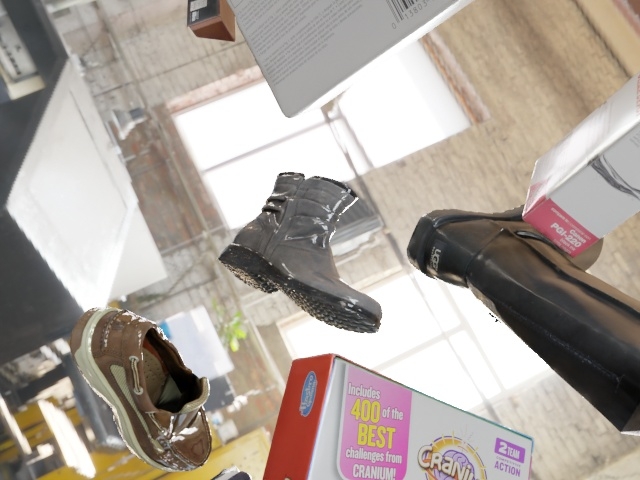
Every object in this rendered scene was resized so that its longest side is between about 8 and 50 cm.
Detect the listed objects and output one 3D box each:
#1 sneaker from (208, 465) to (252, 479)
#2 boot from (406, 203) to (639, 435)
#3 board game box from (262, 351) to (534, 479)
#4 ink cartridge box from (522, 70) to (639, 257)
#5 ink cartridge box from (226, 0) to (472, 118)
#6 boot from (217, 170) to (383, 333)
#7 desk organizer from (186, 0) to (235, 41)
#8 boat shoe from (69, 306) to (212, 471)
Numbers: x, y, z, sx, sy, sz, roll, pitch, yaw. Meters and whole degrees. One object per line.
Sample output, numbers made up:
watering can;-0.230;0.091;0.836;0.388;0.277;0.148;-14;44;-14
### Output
sneaker;-0.131;0.253;0.655;0.235;0.094;0.153;37;29;-17
boot;0.382;0.083;0.983;0.445;0.367;0.146;37;-53;56
board game box;0.052;0.279;0.573;0.242;0.316;0.064;28;-27;-27
ink cartridge box;0.365;-0.103;0.892;0.092;0.158;0.218;37;-48;-5
ink cartridge box;0.008;-0.310;0.775;0.296;0.066;0.261;-25;-86;46
boot;0.000;0.000;1.187;0.338;0.222;0.118;24;-19;33
desk organizer;-0.143;-0.316;0.957;0.050;0.047;0.130;55;25;-54
boat shoe;-0.163;0.173;0.772;0.257;0.095;0.095;65;32;-43
